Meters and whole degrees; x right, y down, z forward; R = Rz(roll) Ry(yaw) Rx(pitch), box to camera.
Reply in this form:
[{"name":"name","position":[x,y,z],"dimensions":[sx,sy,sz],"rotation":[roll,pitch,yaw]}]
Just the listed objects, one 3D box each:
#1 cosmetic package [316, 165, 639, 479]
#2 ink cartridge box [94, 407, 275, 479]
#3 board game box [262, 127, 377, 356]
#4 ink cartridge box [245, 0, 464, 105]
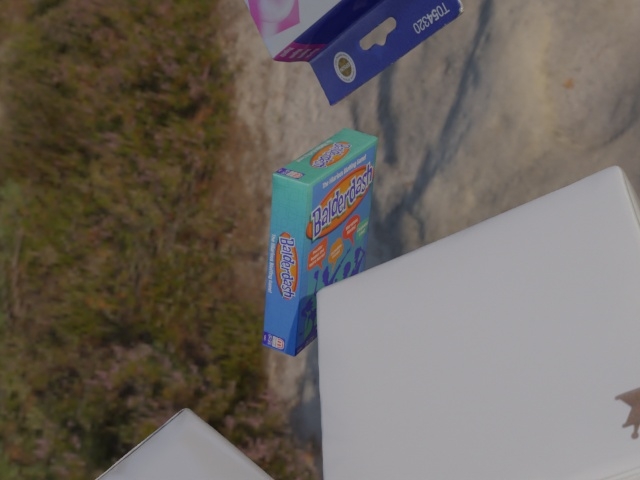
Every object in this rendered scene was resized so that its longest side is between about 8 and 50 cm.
[{"name":"cosmetic package","position":[0.232,0.217,1.104],"dimensions":[0.329,0.394,0.327],"rotation":[-23,39,19]},{"name":"ink cartridge box","position":[0.001,0.264,0.596],"dimensions":[0.129,0.307,0.223],"rotation":[-39,35,-18]},{"name":"board game box","position":[0.000,0.000,1.299],"dimensions":[0.047,0.160,0.210],"rotation":[18,121,24]},{"name":"ink cartridge box","position":[0.000,-0.366,1.508],"dimensions":[0.324,0.071,0.330],"rotation":[-29,86,56]}]
